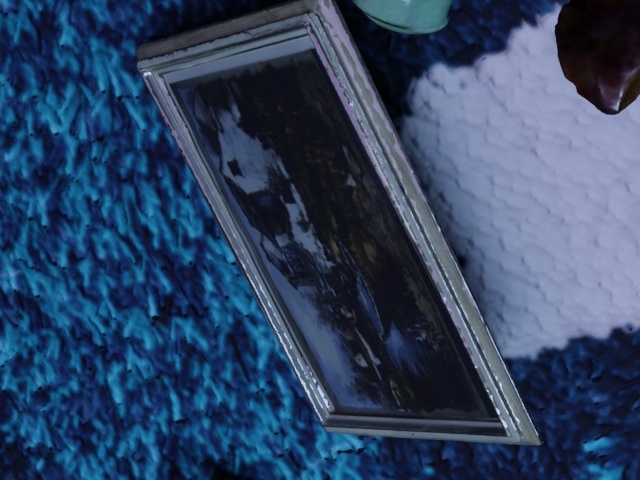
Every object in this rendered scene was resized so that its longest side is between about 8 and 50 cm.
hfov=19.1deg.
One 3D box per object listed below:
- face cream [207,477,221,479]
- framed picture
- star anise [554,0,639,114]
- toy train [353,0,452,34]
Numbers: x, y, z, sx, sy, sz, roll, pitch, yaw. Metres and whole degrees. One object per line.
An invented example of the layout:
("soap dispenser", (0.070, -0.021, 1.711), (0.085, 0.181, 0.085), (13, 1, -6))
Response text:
("face cream", (0.028, 0.253, 1.295), (0.273, 0.078, 0.078), (24, 121, 13))
("framed picture", (0.000, 0.000, 1.161), (0.232, 0.019, 0.296), (-7, 113, 58))
("star anise", (0.195, -0.176, 0.983), (0.220, 0.126, 0.190), (-26, 120, -10))
("toy train", (0.034, -0.311, 0.994), (0.253, 0.160, 0.397), (26, 122, 18))
